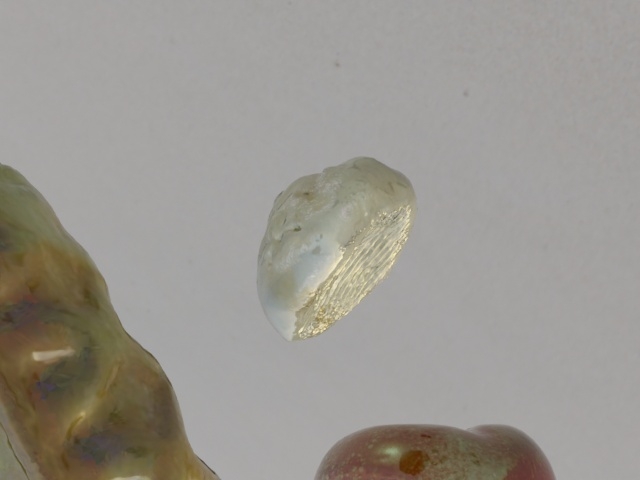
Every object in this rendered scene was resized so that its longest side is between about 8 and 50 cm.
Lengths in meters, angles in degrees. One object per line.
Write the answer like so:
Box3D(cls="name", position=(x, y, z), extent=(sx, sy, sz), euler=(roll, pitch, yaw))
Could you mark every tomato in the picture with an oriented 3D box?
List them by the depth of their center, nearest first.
Box3D(cls="tomato", position=(0.123, 0.310, 1.094), extent=(0.270, 0.223, 0.270), euler=(1, 170, 0))

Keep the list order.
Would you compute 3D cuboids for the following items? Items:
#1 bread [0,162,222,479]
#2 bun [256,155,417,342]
Box3D(cls="bread", position=(-0.140, 0.063, 0.457), extent=(0.232, 0.128, 0.088), euler=(55, 151, 4))
Box3D(cls="bun", position=(0.000, 0.000, 0.896), extent=(0.102, 0.183, 0.183), euler=(39, 165, 18))
